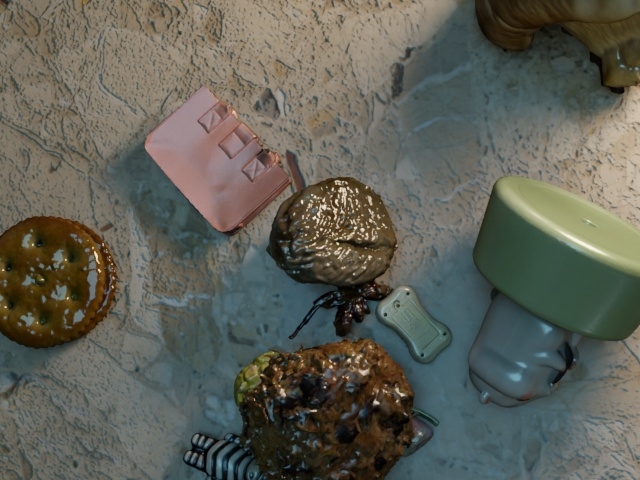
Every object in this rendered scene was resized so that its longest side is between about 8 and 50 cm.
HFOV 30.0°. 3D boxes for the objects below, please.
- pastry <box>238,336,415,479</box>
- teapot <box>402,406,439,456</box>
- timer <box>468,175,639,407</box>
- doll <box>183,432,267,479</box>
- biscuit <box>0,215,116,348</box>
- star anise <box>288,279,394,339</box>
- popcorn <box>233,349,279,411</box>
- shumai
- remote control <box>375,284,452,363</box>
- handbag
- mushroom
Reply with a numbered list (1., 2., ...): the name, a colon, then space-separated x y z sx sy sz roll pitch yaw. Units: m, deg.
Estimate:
1. pastry: 0.005 0.257 1.764 0.275 0.193 0.274 -9 113 -22
2. teapot: 0.139 0.287 1.839 0.083 0.064 0.064 -29 70 -30
3. timer: 0.324 0.106 1.753 0.291 0.291 0.315 27 107 10
4. doll: -0.105 0.359 1.853 0.219 0.067 0.091 21 66 8
5. biscuit: -0.443 0.066 1.938 0.221 0.066 0.220 -1 83 11
6. star anise: 0.026 0.098 1.865 0.191 0.070 0.097 -41 90 -12
7. popcorn: -0.087 0.227 1.854 0.097 0.089 0.109 6 110 -9
8. shumai: 0.000 0.000 1.841 0.206 0.175 0.166 1 76 -28
9. remote control: 0.144 0.130 1.857 0.074 0.032 0.122 -41 90 -7
10. handbag: -0.164 -0.128 1.930 0.157 0.059 0.212 -43 81 1
11. mushroom: 0.383 -0.398 1.725 0.314 0.397 0.224 24 84 13
